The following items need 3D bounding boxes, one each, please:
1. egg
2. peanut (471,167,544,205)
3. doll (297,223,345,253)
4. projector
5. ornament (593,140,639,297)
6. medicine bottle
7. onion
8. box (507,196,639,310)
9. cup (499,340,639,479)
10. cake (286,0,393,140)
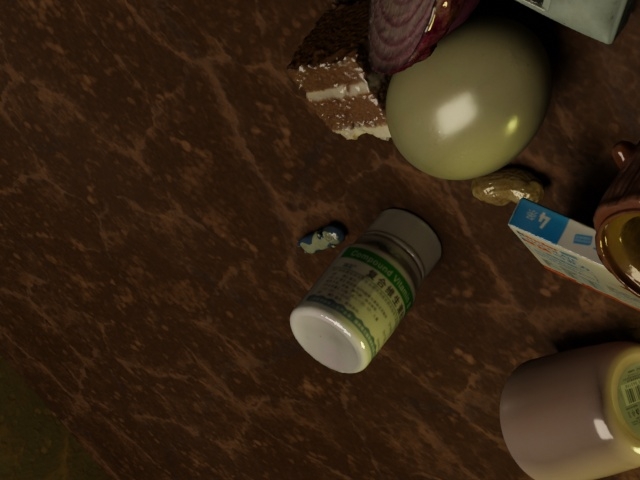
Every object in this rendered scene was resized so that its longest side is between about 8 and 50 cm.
[{"bbox_3d":[0.180,-0.175,1.755,0.186,0.186,0.241,40,141,0],"label":"egg"},{"bbox_3d":[0.252,-0.071,1.943,0.113,0.054,0.054,6,136,42],"label":"peanut"},{"bbox_3d":[0.000,0.000,2.318,0.037,0.027,0.125,40,149,-15],"label":"doll"},{"bbox_3d":[0.282,-0.301,1.606,0.147,0.061,0.115,30,146,16],"label":"projector"},{"bbox_3d":[0.435,-0.044,1.618,0.221,0.217,0.235,-3,130,49],"label":"ornament"},{"bbox_3d":[0.072,0.071,2.130,0.139,0.237,0.139,28,146,21],"label":"medicine bottle"},{"bbox_3d":[0.145,-0.299,1.638,0.111,0.247,0.250,13,164,-19],"label":"onion"},{"bbox_3d":[0.389,0.045,1.832,0.273,0.048,0.265,26,177,22],"label":"box"},{"bbox_3d":[0.418,0.252,2.074,0.253,0.191,0.200,20,154,-28],"label":"cup"},{"bbox_3d":[0.060,-0.221,1.886,0.135,0.134,0.147,-2,139,48],"label":"cake"}]
